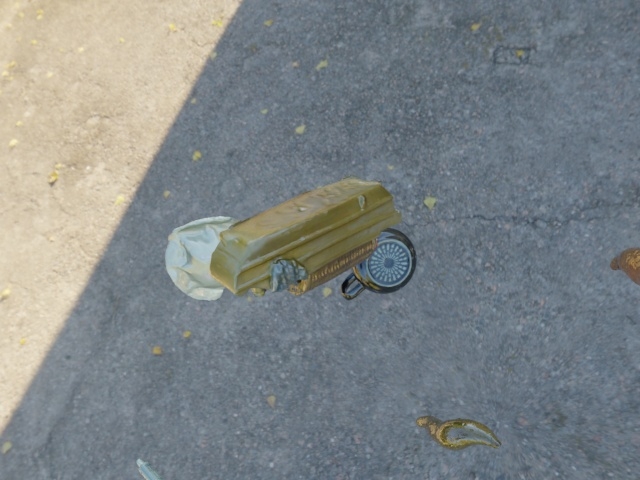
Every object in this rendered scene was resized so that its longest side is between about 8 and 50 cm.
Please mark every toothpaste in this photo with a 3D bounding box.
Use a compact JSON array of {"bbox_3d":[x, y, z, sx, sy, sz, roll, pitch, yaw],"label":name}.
[{"bbox_3d":[-0.399,0.617,1.083,0.197,0.048,0.029,30,75,26],"label":"toothpaste"}]

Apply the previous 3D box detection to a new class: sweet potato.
[{"bbox_3d":[0.567,0.060,0.716,0.072,0.314,0.066,-6,102,13],"label":"sweet potato"},{"bbox_3d":[0.260,0.396,0.897,0.069,0.249,0.060,-22,84,-27],"label":"sweet potato"}]

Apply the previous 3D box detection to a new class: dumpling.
[{"bbox_3d":[-0.305,0.046,1.113,0.131,0.179,0.252,51,132,48],"label":"dumpling"}]

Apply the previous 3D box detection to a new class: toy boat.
[{"bbox_3d":[0.000,0.000,0.572,0.089,0.116,0.310,21,36,37],"label":"toy boat"}]

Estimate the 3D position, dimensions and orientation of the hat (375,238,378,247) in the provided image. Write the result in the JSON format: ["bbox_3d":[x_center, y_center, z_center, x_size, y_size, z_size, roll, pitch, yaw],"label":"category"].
[{"bbox_3d":[0.082,-0.022,0.972,0.112,0.162,0.094,-34,64,-9],"label":"hat"}]

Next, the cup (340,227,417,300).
[{"bbox_3d":[0.132,0.061,1.137,0.223,0.169,0.176,-43,15,-1],"label":"cup"}]
